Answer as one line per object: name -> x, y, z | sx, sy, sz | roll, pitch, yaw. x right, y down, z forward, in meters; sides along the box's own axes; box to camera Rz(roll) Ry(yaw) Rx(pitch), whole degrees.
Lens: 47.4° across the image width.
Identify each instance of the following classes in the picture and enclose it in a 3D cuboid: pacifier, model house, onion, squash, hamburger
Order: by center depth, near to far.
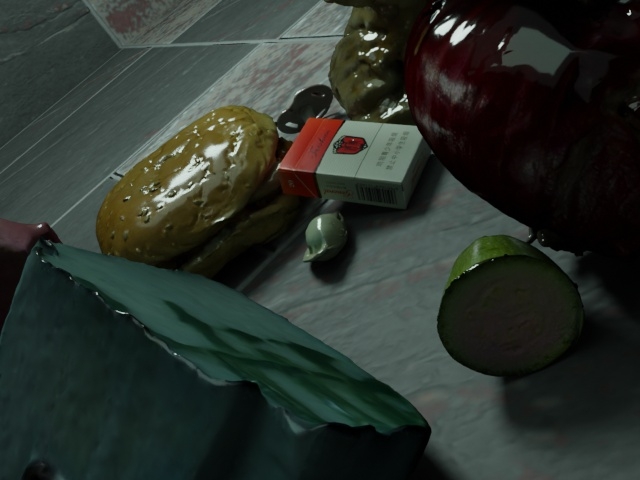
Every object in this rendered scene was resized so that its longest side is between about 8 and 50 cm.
model house -> -0.123, 0.202, 0.507 | 0.294, 0.251, 0.329 | 27, 89, 33
onion -> 0.215, -0.100, 0.540 | 0.313, 0.233, 0.314 | 1, 33, -1
squash -> 0.140, 0.028, 0.570 | 0.105, 0.105, 0.132 | -26, 21, 17
hamburger -> -0.159, -0.056, 0.948 | 0.283, 0.145, 0.259 | -34, 26, -8
pacifier -> -0.013, -0.178, 1.057 | 0.099, 0.081, 0.078 | -47, 55, 32

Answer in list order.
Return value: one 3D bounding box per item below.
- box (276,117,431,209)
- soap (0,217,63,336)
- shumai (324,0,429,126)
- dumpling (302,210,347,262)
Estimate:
box -> 0.040, -0.091, 0.835 | 0.152, 0.048, 0.100 | 7, 46, 25
soap -> -0.457, 0.112, 0.953 | 0.324, 0.220, 0.127 | -36, 38, 0
shumai -> 0.099, -0.313, 0.922 | 0.266, 0.262, 0.314 | -10, 37, 36
dumpling -> 0.001, 0.000, 0.801 | 0.059, 0.043, 0.077 | -38, 41, 32
